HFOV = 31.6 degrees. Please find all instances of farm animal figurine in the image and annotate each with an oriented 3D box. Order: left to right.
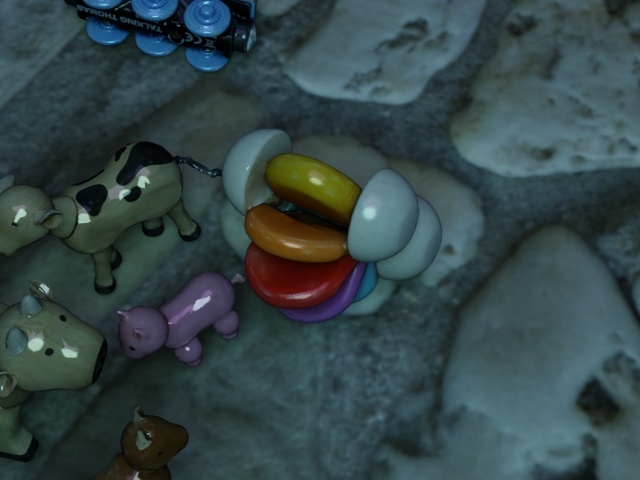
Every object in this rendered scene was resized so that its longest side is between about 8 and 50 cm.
[{"bbox_3d":[-0.225,0.067,0.849,0.327,0.172,0.330,-7,54,3],"label":"farm animal figurine"}]

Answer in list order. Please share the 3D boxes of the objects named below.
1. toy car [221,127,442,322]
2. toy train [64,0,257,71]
[{"bbox_3d":[0.000,0.000,0.919,0.159,0.182,0.136,21,85,23],"label":"toy car"},{"bbox_3d":[-0.141,-0.227,1.045,0.184,0.080,0.105,15,63,3],"label":"toy train"}]
